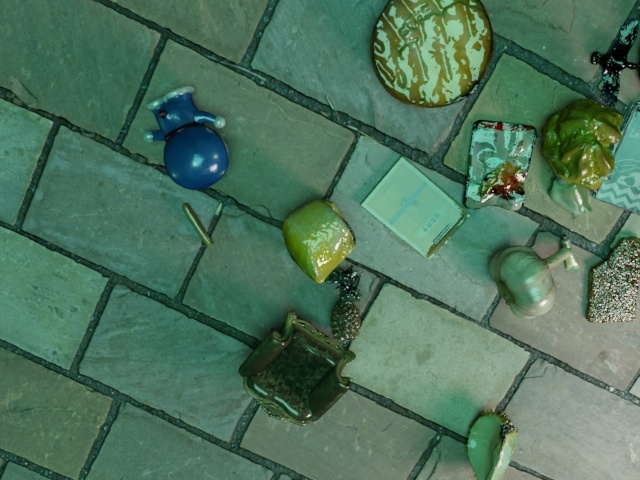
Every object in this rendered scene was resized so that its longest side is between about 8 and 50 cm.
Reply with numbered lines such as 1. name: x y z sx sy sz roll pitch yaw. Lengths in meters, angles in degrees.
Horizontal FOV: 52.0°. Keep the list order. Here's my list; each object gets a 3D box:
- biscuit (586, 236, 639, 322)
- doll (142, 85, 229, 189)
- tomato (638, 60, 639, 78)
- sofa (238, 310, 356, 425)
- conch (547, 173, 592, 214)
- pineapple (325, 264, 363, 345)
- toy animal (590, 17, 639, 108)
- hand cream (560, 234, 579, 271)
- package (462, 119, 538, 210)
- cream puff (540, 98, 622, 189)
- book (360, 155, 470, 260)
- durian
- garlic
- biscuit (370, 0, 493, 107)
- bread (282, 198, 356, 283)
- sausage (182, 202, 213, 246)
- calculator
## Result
1. biscuit: 0.783 0.108 1.749 0.131 0.026 0.236 -2 106 0
2. doll: -0.329 -0.250 1.630 0.215 0.161 0.256 -22 87 20
3. tomato: 0.907 -0.459 1.522 0.309 0.170 0.308 1 106 2
4. sofa: -0.061 0.347 1.729 0.258 0.182 0.200 35 122 -7
5. conch: 0.629 -0.132 1.669 0.088 0.065 0.180 -33 104 9
6. pineapple: 0.061 0.178 1.756 0.103 0.083 0.221 1 104 4
7. toy animal: 0.720 -0.434 1.599 0.108 0.062 0.220 4 105 -18
8. hand cream: 0.656 0.033 1.737 0.035 0.022 0.102 -20 109 7
9. package: 0.455 -0.185 1.674 0.166 0.040 0.231 8 104 0
10. cream puff: 0.627 -0.244 1.566 0.195 0.194 0.220 12 76 -2
11. book: 0.248 -0.081 1.716 0.242 0.018 0.170 38 102 -8
12. durian: 0.488 0.589 1.826 0.144 0.139 0.252 19 104 -8
13. garlic: 0.564 0.086 1.681 0.226 0.199 0.199 -27 103 -10
14. biscuit: 0.264 -0.465 1.573 0.297 0.102 0.296 -1 105 -2
15. bread: -0.004 -0.001 1.663 0.170 0.197 0.197 -35 101 3
16. sausage: -0.326 -0.041 1.737 0.024 0.024 0.132 -30 103 9
17. calculator: 0.812 -0.210 1.665 0.166 0.028 0.274 21 102 -1
